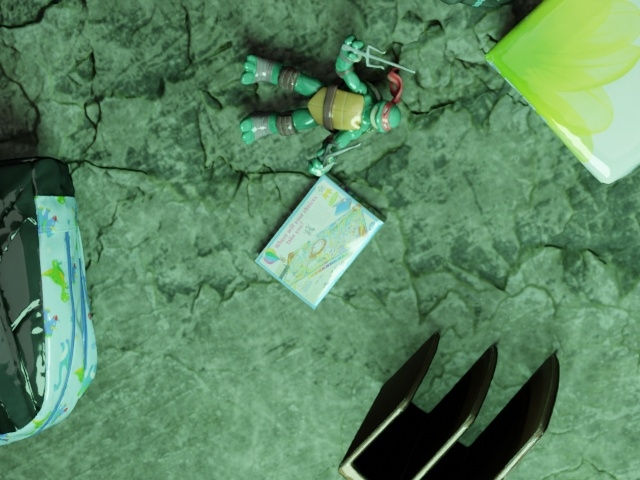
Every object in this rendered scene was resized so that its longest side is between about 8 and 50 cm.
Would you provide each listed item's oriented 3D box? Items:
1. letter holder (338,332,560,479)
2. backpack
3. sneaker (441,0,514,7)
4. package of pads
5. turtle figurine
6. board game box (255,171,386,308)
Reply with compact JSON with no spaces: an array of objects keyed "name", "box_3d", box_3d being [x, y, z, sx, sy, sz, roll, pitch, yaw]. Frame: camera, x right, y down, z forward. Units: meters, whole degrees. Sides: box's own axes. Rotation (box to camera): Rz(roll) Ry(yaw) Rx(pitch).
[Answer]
[{"name":"letter holder","box_3d":[0.170,0.204,1.676,0.152,0.302,0.214,41,107,1]},{"name":"backpack","box_3d":[-0.433,0.093,1.829,0.290,0.273,0.355,-11,78,12]},{"name":"sneaker","box_3d":[0.210,-0.411,1.654,0.106,0.101,0.267,9,100,-18]},{"name":"package of pads","box_3d":[0.381,-0.238,1.637,0.296,0.101,0.229,-42,90,18]},{"name":"turtle figurine","box_3d":[0.014,-0.166,1.726,0.234,0.118,0.175,10,90,26]},{"name":"board game box","box_3d":[0.000,0.000,1.811,0.103,0.026,0.154,39,107,1]}]
